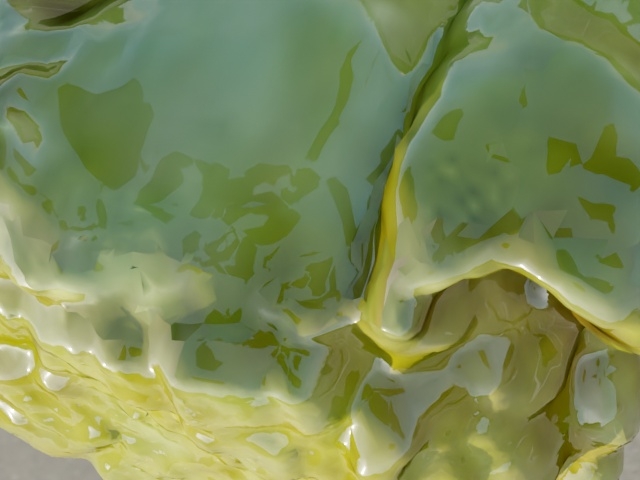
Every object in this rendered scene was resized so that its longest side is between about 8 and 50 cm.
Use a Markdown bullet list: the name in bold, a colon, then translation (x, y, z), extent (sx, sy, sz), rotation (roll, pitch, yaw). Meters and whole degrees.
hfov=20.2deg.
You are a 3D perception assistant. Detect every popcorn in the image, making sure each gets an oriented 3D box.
- **popcorn**: translation (0.000, 0.000, 0.537), extent (0.286, 0.225, 0.173), rotation (9, 60, 25)
